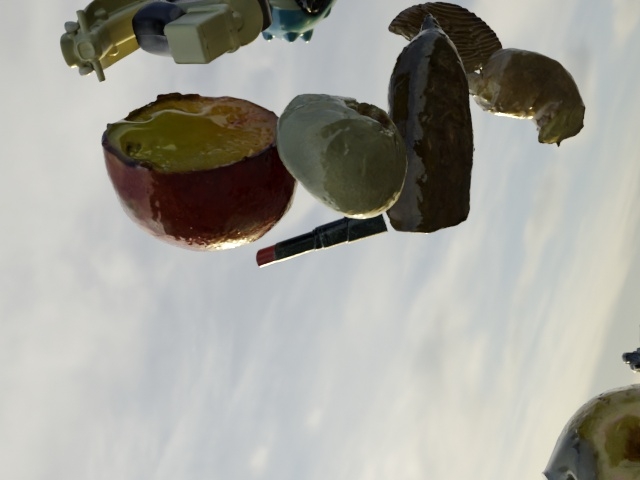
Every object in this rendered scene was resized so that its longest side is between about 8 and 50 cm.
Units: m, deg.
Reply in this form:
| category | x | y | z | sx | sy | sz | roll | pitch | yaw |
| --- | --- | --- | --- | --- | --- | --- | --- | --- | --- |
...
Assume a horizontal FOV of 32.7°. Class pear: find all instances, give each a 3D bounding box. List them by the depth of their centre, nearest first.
| category | x | y | z | sx | sy | sz | roll | pitch | yaw |
| --- | --- | --- | --- | --- | --- | --- | --- | --- | --- |
| pear | 0.458 | 0.340 | 1.553 | 0.271 | 0.271 | 0.271 | 16 | -90 | -70 |

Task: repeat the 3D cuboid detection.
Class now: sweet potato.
| category | x | y | z | sx | sy | sz | roll | pitch | yaw |
| --- | --- | --- | --- | --- | --- | --- | --- | --- | --- |
| sweet potato | 0.177 | -0.196 | 1.792 | 0.158 | 0.158 | 0.369 | -3 | -88 | -69 |

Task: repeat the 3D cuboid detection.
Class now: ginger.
| category | x | y | z | sx | sy | sz | roll | pitch | yaw |
| --- | --- | --- | --- | --- | --- | --- | --- | --- | --- |
| ginger | 0.405 | -0.290 | 2.120 | 0.138 | 0.267 | 0.152 | 122 | 171 | -55 |

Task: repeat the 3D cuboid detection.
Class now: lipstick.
| category | x | y | z | sx | sy | sz | roll | pitch | yaw |
| --- | --- | --- | --- | --- | --- | --- | --- | --- | --- |
| lipstick | 0.000 | 0.000 | 1.886 | 0.053 | 0.234 | 0.053 | -20 | -90 | -85 |

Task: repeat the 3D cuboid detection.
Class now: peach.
| category | x | y | z | sx | sy | sz | roll | pitch | yaw |
| --- | --- | --- | --- | --- | --- | --- | --- | --- | --- |
| peach | -0.200 | -0.125 | 1.781 | 0.338 | 0.281 | 0.281 | 25 | -99 | -47 |

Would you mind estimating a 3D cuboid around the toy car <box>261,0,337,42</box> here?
| category | x | y | z | sx | sy | sz | roll | pitch | yaw |
| --- | --- | --- | --- | --- | --- | --- | --- | --- | --- |
| toy car | -0.056 | -0.479 | 2.089 | 0.190 | 0.188 | 0.255 | 97 | -162 | -47 |

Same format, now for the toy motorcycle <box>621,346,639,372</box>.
| category | x | y | z | sx | sy | sz | roll | pitch | yaw |
| --- | --- | --- | --- | --- | --- | --- | --- | --- | --- |
| toy motorcycle | 0.598 | 0.196 | 1.729 | 0.151 | 0.229 | 0.074 | 17 | -106 | -57 |

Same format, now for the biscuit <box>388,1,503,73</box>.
| category | x | y | z | sx | sy | sz | roll | pitch | yaw |
| --- | --- | --- | --- | --- | --- | --- | --- | --- | --- |
| biscuit | 0.251 | -0.405 | 2.180 | 0.031 | 0.228 | 0.176 | 109 | 158 | -60 |

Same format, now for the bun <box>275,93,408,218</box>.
| category | x | y | z | sx | sy | sz | roll | pitch | yaw |
| --- | --- | --- | --- | --- | --- | --- | --- | --- | --- |
| bun | 0.043 | -0.132 | 1.485 | 0.127 | 0.222 | 0.222 | -42 | -4 | 29 |

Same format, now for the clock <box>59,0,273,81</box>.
| category | x | y | z | sx | sy | sz | roll | pitch | yaw |
| --- | --- | --- | --- | --- | --- | --- | --- | --- | --- |
| clock | -0.267 | -0.358 | 1.796 | 0.276 | 0.379 | 0.120 | -44 | -54 | -46 |
